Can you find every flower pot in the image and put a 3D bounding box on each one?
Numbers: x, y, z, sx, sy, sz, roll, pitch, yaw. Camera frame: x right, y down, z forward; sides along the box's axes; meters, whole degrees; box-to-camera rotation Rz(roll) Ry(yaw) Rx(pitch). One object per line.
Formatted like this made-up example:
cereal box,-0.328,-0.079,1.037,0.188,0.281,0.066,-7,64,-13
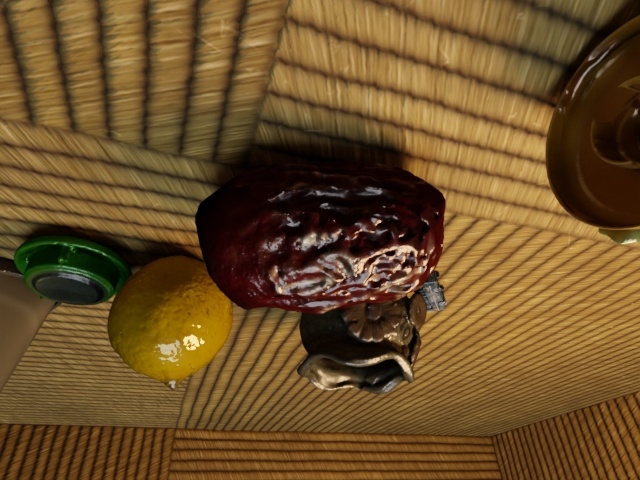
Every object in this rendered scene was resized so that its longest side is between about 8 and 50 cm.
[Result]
flower pot,0.097,0.217,0.964,0.302,0.213,0.301,2,147,1

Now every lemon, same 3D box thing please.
lemon,-0.289,0.147,0.836,0.229,0.253,0.228,4,125,6

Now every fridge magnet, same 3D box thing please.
fridge magnet,-0.484,0.063,0.825,0.208,0.088,0.208,-2,145,-1

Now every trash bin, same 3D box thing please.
trash bin,-0.702,0.189,0.855,0.220,0.250,0.219,-28,131,32

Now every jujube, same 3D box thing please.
jujube,0.000,0.000,0.654,0.377,0.258,0.258,3,145,4

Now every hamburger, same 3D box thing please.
hamburger,0.432,-0.120,0.479,0.212,0.274,0.274,6,144,-18

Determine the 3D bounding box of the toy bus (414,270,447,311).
toy bus,0.259,0.119,0.993,0.065,0.047,0.166,-12,145,20
